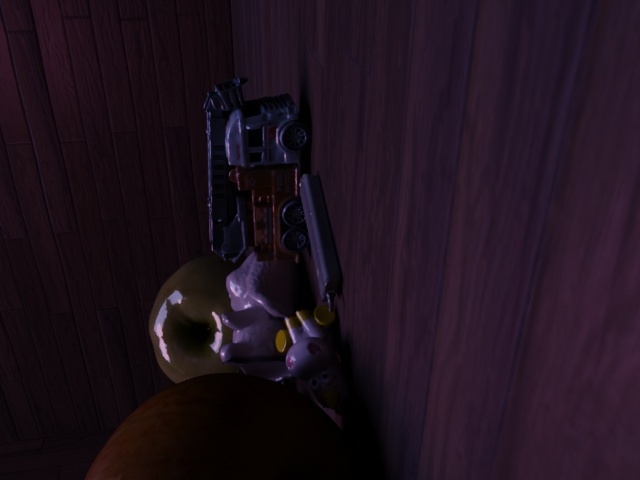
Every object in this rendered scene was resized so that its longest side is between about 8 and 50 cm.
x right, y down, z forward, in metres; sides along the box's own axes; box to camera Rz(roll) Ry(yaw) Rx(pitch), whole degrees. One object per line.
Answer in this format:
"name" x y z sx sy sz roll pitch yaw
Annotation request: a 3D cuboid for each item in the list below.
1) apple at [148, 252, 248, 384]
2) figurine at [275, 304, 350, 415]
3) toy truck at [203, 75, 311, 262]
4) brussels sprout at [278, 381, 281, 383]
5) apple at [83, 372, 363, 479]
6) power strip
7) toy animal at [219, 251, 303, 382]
"apple" -0.236 0.203 1.502 0.357 0.358 0.357 175 90 -80
"figurine" 0.000 0.184 0.918 0.129 0.109 0.178 60 -178 -27
"toy truck" -0.118 -0.123 1.101 0.133 0.185 0.338 -114 21 -58
"brussels sprout" -0.194 0.366 1.831 0.223 0.161 0.223 171 90 -84
"apple" -0.108 0.374 0.819 0.400 0.334 0.400 44 -142 -49
"power strip" 0.000 0.000 0.950 0.060 0.027 0.252 101 161 -54
"toy animal" -0.105 0.151 1.227 0.249 0.174 0.289 73 -171 -81
